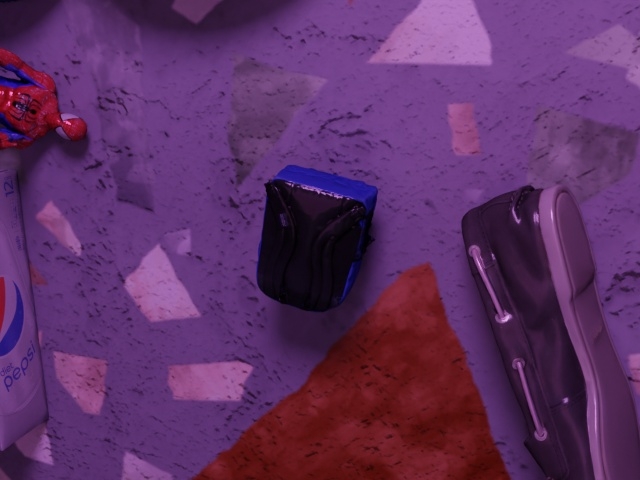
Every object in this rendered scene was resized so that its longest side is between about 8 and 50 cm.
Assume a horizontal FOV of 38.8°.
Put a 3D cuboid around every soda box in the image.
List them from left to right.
[{"bbox_3d":[-0.367,0.071,0.957,0.098,0.091,0.286,0,102,16],"label":"soda box"}]

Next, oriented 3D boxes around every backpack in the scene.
[{"bbox_3d":[0.000,0.000,0.829,0.098,0.101,0.120,17,110,14],"label":"backpack"}]

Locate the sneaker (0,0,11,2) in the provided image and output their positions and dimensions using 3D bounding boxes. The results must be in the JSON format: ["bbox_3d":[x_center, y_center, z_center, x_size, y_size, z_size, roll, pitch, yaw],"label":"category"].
[{"bbox_3d":[-0.360,-0.281,0.883,0.229,0.087,0.092,3,95,12],"label":"sneaker"}]

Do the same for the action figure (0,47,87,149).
[{"bbox_3d":[-0.360,-0.157,0.860,0.280,0.139,0.091,22,91,-9],"label":"action figure"}]

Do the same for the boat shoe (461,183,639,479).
[{"bbox_3d":[0.206,0.117,0.799,0.096,0.112,0.335,-12,93,36],"label":"boat shoe"}]
